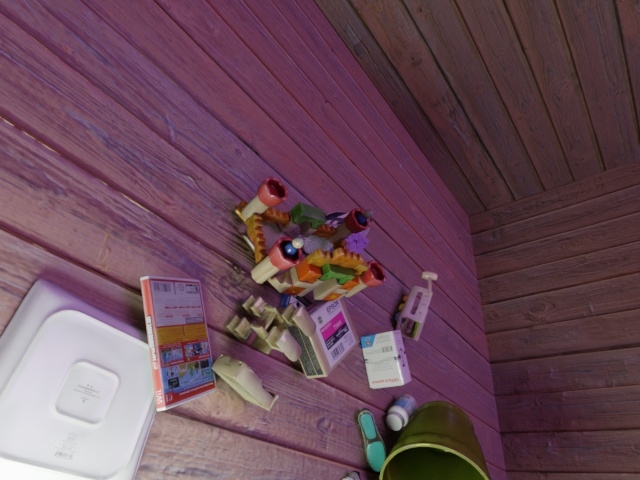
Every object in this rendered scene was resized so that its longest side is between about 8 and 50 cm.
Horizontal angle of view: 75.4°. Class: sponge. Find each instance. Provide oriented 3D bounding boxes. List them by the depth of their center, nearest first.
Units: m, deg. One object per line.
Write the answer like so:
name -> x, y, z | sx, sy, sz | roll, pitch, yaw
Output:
sponge -> 0.091, 0.051, 1.604 | 0.210, 0.031, 0.117 | -51, 134, -7

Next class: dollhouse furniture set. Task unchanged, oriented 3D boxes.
dollhouse furniture set -> -0.142, 0.291, 1.100 | 0.242, 0.212, 0.161 | -54, 129, -31

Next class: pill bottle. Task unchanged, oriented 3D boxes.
pill bottle -> 0.324, 0.692, 1.667 | 0.160, 0.087, 0.087 | -15, 86, -57

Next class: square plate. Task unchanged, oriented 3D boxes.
square plate -> -0.450, 0.294, 0.788 | 0.347, 0.049, 0.344 | 42, 41, -36

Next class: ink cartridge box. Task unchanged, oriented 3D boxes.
ink cartridge box -> 0.014, 0.300, 1.345 | 0.235, 0.088, 0.193 | -28, 99, -54
ink cartridge box -> -0.052, 0.255, 1.393 | 0.207, 0.046, 0.097 | 44, 41, -34
ink cartridge box -> 0.257, 0.467, 1.635 | 0.086, 0.148, 0.203 | 10, 65, -56

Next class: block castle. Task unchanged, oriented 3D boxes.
block castle -> 0.000, 0.000, 1.292 | 0.453, 0.213, 0.302 | 16, 49, -41

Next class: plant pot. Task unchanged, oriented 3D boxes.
plant pot -> 0.428, 0.780, 1.497 | 0.366, 0.367, 0.353 | 67, 23, -5

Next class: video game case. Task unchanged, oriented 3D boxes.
video game case -> -0.327, 0.227, 0.970 | 0.204, 0.025, 0.285 | 27, 49, -71

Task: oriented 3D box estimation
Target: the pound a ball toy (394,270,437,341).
pound a ball toy -> 0.457, 0.298, 2.002 | 0.319, 0.136, 0.208 | -48, 149, -54

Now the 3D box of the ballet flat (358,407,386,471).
ballet flat -> 0.186, 0.706, 1.481 | 0.068, 0.072, 0.213 | 49, 27, -84

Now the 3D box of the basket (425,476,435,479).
basket -> 0.374, 1.026, 1.507 | 0.227, 0.154, 0.204 | -19, 89, -54

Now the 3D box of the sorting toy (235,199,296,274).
sorting toy -> -0.165, 0.021, 1.352 | 0.347, 0.047, 0.196 | 56, 31, -11

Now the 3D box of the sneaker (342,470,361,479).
sneaker -> 0.132, 0.821, 1.337 | 0.075, 0.063, 0.170 | -31, 94, -51

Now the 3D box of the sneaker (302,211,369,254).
sneaker -> 0.036, -0.031, 1.623 | 0.321, 0.127, 0.126 | -16, 121, -35
